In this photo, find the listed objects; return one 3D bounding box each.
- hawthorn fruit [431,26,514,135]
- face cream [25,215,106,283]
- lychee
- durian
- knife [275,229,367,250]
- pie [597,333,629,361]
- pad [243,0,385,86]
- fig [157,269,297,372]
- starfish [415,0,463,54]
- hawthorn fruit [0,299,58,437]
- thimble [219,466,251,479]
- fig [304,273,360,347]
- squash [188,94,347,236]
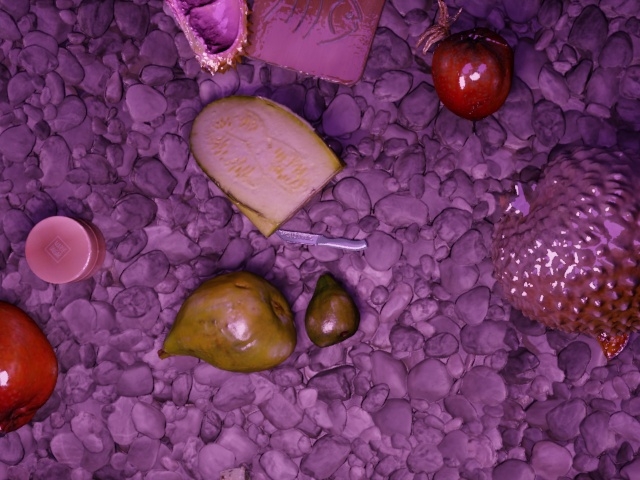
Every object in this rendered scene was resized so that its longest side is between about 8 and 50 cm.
[{"bbox_3d":[0.316,-0.326,1.831,0.181,0.181,0.235,2,126,5],"label":"hawthorn fruit"},{"bbox_3d":[-0.562,0.020,1.922,0.149,0.104,0.149,0,90,5],"label":"face cream"},{"bbox_3d":[0.535,0.010,1.698,0.432,0.380,0.380,29,92,-10],"label":"lychee"},{"bbox_3d":[-0.246,-0.534,1.908,0.191,0.112,0.341,-29,95,-6],"label":"durian"},{"bbox_3d":[0.000,0.000,1.922,0.210,0.015,0.028,6,97,5],"label":"knife"},{"bbox_3d":[0.602,0.157,1.863,0.088,0.033,0.191,-34,87,0],"label":"pie"},{"bbox_3d":[-0.009,-0.509,1.927,0.284,0.018,0.286,17,91,5],"label":"pad"},{"bbox_3d":[-0.212,0.190,1.830,0.314,0.233,0.233,-18,88,-1],"label":"fig"},{"bbox_3d":[0.268,-0.477,1.890,0.133,0.041,0.130,-16,62,44],"label":"starfish"},{"bbox_3d":[-0.706,0.272,1.858,0.295,0.295,0.311,1,66,5],"label":"hawthorn fruit"},{"bbox_3d":[-0.182,0.549,1.893,0.062,0.084,0.109,-13,90,5],"label":"thimble"},{"bbox_3d":[0.017,0.146,1.870,0.123,0.123,0.156,-21,76,4],"label":"fig"},{"bbox_3d":[-0.135,-0.191,1.841,0.234,0.210,0.309,-42,91,-9],"label":"squash"}]
